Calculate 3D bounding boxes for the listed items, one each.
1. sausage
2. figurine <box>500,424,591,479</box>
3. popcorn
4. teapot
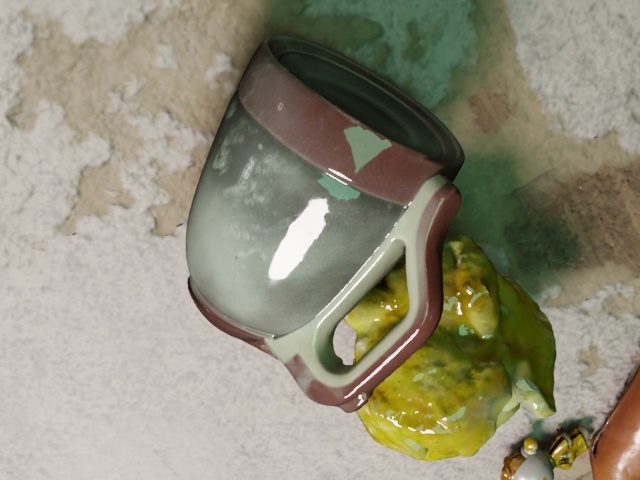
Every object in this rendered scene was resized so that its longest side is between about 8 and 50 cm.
[{"bbox_3d":[0.483,0.186,1.077,0.094,0.094,0.419,29,113,21],"label":"sausage"},{"bbox_3d":[0.329,0.324,1.136,0.143,0.068,0.101,-11,124,-22],"label":"figurine"},{"bbox_3d":[0.137,0.127,0.925,0.225,0.276,0.276,-23,122,41],"label":"popcorn"},{"bbox_3d":[0.000,0.000,0.812,0.233,0.315,0.312,-2,131,-51],"label":"teapot"}]
